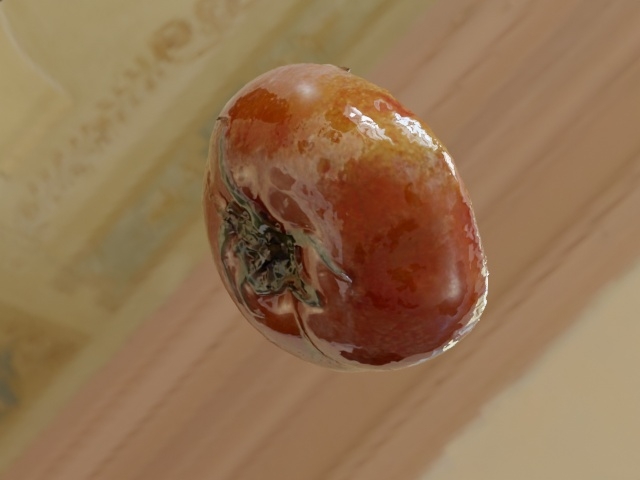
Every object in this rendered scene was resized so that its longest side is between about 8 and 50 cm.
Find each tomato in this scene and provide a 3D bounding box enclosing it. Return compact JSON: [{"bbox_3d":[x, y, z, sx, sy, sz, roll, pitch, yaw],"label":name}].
[{"bbox_3d":[0.000,0.000,1.307,0.095,0.236,0.237,-35,-33,-35],"label":"tomato"}]
